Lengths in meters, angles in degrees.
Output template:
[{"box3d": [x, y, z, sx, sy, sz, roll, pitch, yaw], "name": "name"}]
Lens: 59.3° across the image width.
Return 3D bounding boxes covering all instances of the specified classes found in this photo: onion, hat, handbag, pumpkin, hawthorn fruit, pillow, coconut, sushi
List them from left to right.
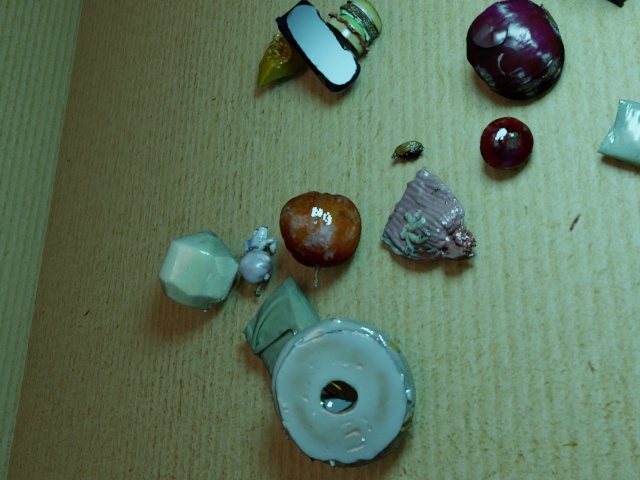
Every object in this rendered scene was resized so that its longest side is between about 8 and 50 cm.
[{"box3d": [-0.397, 0.089, 1.866, 0.245, 0.245, 0.247, 25, 92, 39], "name": "coconut"}, {"box3d": [-0.118, -0.635, 1.947, 0.248, 0.126, 0.131, -45, 47, 39], "name": "pumpkin"}, {"box3d": [-0.092, 0.295, 1.650, 0.253, 0.109, 0.316, -48, 59, 21], "name": "handbag"}, {"box3d": [0.000, 0.000, 1.598, 0.242, 0.242, 0.272, -12, 73, 35], "name": "hawthorn fruit"}, {"box3d": [0.250, -0.250, 1.584, 0.099, 0.050, 0.047, -21, 59, 38], "name": "sushi"}, {"box3d": [0.284, -0.038, 1.460, 0.286, 0.107, 0.237, 45, 115, 42], "name": "hat"}, {"box3d": [0.456, -0.239, 1.379, 0.131, 0.131, 0.131, -12, 70, 35], "name": "onion"}, {"box3d": [0.477, -0.464, 1.373, 0.216, 0.206, 0.207, -35, 58, 26], "name": "onion"}, {"box3d": [0.710, -0.220, 1.207, 0.181, 0.078, 0.134, 32, 99, 36], "name": "pillow"}]

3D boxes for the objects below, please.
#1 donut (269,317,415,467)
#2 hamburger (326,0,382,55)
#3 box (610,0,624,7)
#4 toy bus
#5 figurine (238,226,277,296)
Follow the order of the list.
[{"box3d": [0.061, 0.382, 1.434, 0.382, 0.142, 0.382, -1, 88, 18], "name": "donut"}, {"box3d": [0.113, -0.674, 1.748, 0.137, 0.175, 0.175, -48, 53, 4], "name": "hamburger"}, {"box3d": [0.629, -0.760, 1.319, 0.204, 0.251, 0.345, -48, 55, 16], "name": "box"}, {"box3d": [0.000, -0.598, 1.755, 0.127, 0.147, 0.303, -40, 92, 7], "name": "toy bus"}, {"box3d": [-0.204, 0.061, 1.811, 0.137, 0.112, 0.229, -19, 56, 38], "name": "figurine"}]
